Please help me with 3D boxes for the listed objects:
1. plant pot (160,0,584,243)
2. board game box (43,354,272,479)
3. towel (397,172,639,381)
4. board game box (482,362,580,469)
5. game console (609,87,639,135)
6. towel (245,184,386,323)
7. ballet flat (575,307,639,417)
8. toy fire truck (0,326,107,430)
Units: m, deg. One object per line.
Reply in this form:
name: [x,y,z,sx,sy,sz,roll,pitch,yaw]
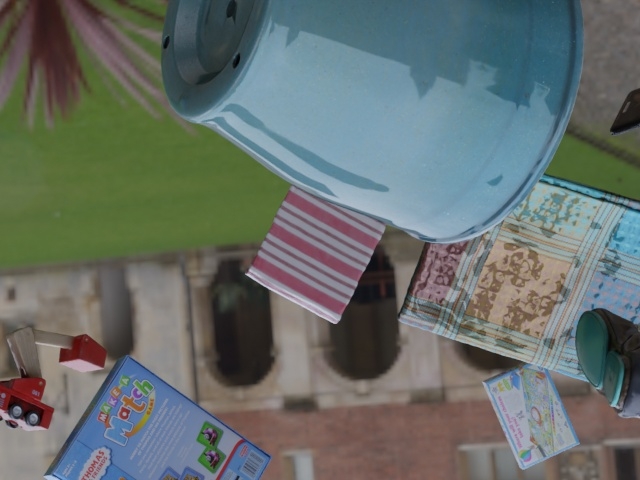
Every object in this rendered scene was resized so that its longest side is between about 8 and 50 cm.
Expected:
plant pot: [0.023,-0.154,1.025,0.255,0.272,0.271,13,168,-32]
board game box: [-0.179,0.254,1.447,0.211,0.160,0.039,38,153,-16]
towel: [0.322,0.048,1.769,0.370,0.271,0.040,17,-163,-6]
board game box: [0.340,0.278,2.076,0.103,0.154,0.026,-23,-179,-4]
game console: [0.463,-0.163,1.732,0.107,0.071,0.122,-19,-158,37]
towel: [0.000,0.000,1.739,0.144,0.197,0.029,30,158,-7]
ballet flat: [0.270,0.109,1.112,0.074,0.074,0.203,-5,-170,2]
toy fire truck: [-0.356,0.155,1.545,0.047,0.135,0.192,-12,146,41]
